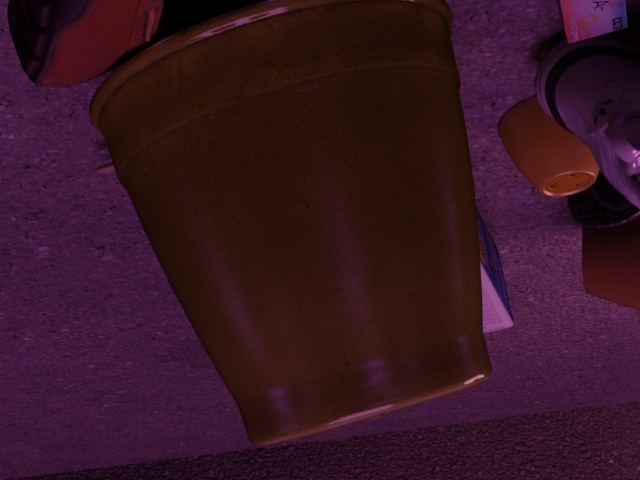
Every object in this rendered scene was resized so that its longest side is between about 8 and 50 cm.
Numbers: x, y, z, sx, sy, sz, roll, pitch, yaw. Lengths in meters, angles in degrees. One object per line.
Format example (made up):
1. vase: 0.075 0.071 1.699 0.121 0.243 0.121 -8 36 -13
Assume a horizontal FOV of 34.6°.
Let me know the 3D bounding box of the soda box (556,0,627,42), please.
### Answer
1. soda box: 0.245 -0.259 0.952 0.063 0.058 0.183 -14 157 13

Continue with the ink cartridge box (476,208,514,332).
1. ink cartridge box: 0.127 0.057 1.527 0.270 0.151 0.395 -13 155 14

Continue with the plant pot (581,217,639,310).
1. plant pot: 0.520 0.019 1.513 0.255 0.237 0.237 -1 160 19

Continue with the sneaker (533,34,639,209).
1. sneaker: 0.412 -0.088 1.115 0.366 0.210 0.137 21 118 -22

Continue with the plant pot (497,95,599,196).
1. plant pot: 0.294 -0.110 1.264 0.134 0.095 0.134 -6 157 -3

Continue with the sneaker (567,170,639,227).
1. sneaker: 0.463 -0.088 1.366 0.130 0.109 0.286 6 156 -43

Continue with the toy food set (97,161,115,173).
1. toy food set: -0.170 -0.089 1.252 0.133 0.038 0.192 -11 163 25

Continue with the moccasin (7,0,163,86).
1. moccasin: -0.138 -0.239 0.785 0.147 0.139 0.380 -14 159 -28

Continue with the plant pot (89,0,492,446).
1. plant pot: 0.000 0.000 0.988 0.367 0.352 0.366 -15 171 -2
